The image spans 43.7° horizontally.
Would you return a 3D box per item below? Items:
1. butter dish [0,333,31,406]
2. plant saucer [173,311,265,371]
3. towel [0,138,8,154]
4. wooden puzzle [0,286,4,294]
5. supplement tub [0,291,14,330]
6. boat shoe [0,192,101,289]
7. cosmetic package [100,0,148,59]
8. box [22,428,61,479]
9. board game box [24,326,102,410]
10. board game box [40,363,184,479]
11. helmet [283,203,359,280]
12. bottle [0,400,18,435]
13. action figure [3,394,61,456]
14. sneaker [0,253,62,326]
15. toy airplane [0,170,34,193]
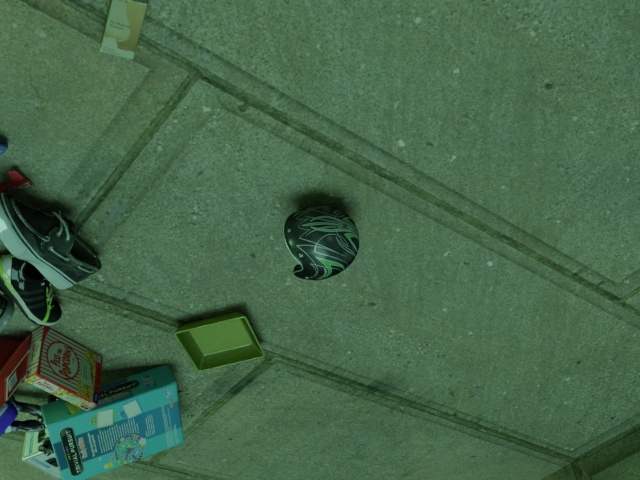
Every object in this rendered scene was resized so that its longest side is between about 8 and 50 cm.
[{"bbox_3d":[-0.791,0.306,1.951,0.118,0.160,0.160,24,133,0],"label":"butter dish"},{"bbox_3d":[-0.255,0.250,2.035,0.188,0.045,0.188,-14,138,5],"label":"plant saucer"},{"bbox_3d":[-0.753,-0.138,1.491,0.285,0.034,0.209,-31,153,23],"label":"towel"},{"bbox_3d":[-0.721,0.081,1.750,0.014,0.078,0.116,-33,127,5],"label":"wooden puzzle"},{"bbox_3d":[-0.780,0.125,1.755,0.117,0.117,0.190,-22,136,14],"label":"supplement tub"},{"bbox_3d":[-0.564,-0.013,1.651,0.119,0.121,0.335,-25,153,-1],"label":"boat shoe"},{"bbox_3d":[-0.332,-0.370,1.350,0.060,0.041,0.115,10,135,-19],"label":"cosmetic package"},{"bbox_3d":[-0.680,0.576,2.283,0.290,0.087,0.169,-22,136,14],"label":"box"},{"bbox_3d":[-0.629,0.315,1.966,0.045,0.146,0.193,-30,134,22],"label":"board game box"},{"bbox_3d":[-0.542,0.490,2.118,0.336,0.079,0.253,-16,131,-21],"label":"board game box"},{"bbox_3d":[0.000,0.000,1.723,0.169,0.169,0.161,0,153,-10],"label":"helmet"},{"bbox_3d":[-0.891,0.380,1.971,0.283,0.118,0.092,43,157,-15],"label":"bottle"},{"bbox_3d":[-0.746,0.477,2.123,0.285,0.185,0.099,10,179,-18],"label":"action figure"},{"bbox_3d":[-0.633,0.109,1.787,0.097,0.084,0.234,-19,137,9],"label":"sneaker"},{"bbox_3d":[-0.642,-0.102,1.593,0.151,0.028,0.151,-9,154,-4],"label":"toy airplane"}]
